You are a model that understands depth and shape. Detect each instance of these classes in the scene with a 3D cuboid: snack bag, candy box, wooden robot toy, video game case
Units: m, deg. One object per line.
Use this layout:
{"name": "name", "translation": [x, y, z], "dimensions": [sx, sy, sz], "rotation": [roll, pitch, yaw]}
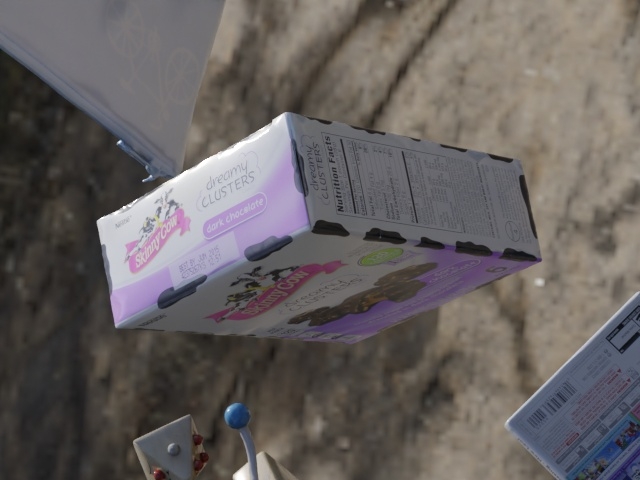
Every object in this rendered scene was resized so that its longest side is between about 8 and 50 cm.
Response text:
{"name": "snack bag", "translation": [-0.146, -0.255, 1.362], "dimensions": [0.037, 0.323, 0.342], "rotation": [5, 70, 31]}
{"name": "candy box", "translation": [0.000, 0.000, 1.069], "dimensions": [0.165, 0.196, 0.070], "rotation": [-26, 67, 40]}
{"name": "wooden robot toy", "translation": [-0.015, 0.149, 0.861], "dimensions": [0.076, 0.173, 0.079], "rotation": [-45, 34, 3]}
{"name": "video game case", "translation": [0.332, 0.189, 1.937], "dimensions": [0.193, 0.212, 0.023], "rotation": [44, 162, 11]}
